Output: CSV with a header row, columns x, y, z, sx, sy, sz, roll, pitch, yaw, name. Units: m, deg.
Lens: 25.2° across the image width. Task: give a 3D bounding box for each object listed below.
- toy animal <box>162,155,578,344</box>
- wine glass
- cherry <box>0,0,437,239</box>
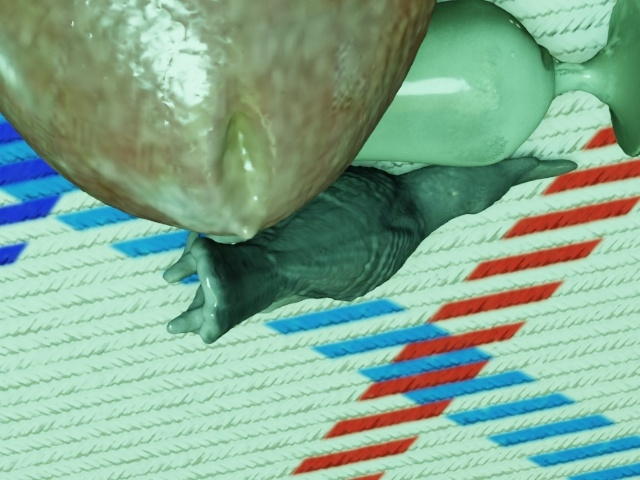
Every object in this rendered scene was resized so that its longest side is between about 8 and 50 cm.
x,y,z,sx,sy,sz,roll,pitch,yaw,name
-0.016,0.005,0.864,0.206,0.367,0.081,-18,90,39,toy animal
0.075,-0.094,0.857,0.231,0.103,0.103,-4,124,-2,wine glass
-0.061,-0.143,0.707,0.261,0.307,0.221,-10,167,-9,cherry
